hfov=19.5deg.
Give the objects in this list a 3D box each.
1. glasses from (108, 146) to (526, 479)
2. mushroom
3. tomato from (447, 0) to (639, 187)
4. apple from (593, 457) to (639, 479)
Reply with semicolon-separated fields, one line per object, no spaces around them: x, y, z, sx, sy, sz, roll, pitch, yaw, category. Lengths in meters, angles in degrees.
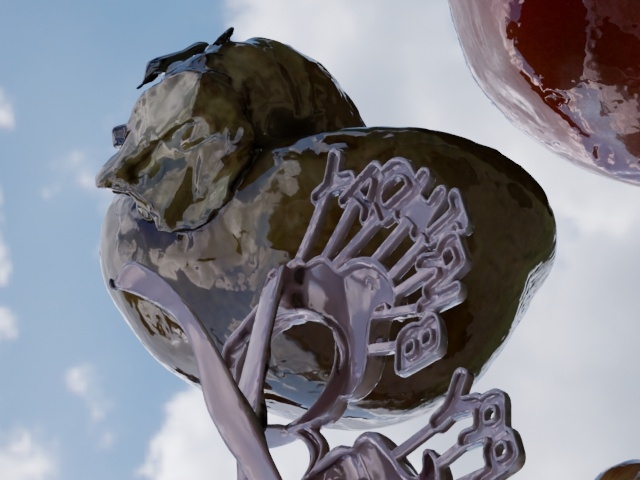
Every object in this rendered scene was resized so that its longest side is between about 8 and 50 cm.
0.001;0.056;0.807;0.095;0.162;0.255;38;-151;-43;glasses
-0.009;0.006;1.118;0.283;0.263;0.195;40;-122;-22;mushroom
0.211;-0.167;1.275;0.226;0.298;0.298;-51;-47;-12;tomato
0.196;0.173;1.016;0.126;0.126;0.102;14;-93;-57;apple
